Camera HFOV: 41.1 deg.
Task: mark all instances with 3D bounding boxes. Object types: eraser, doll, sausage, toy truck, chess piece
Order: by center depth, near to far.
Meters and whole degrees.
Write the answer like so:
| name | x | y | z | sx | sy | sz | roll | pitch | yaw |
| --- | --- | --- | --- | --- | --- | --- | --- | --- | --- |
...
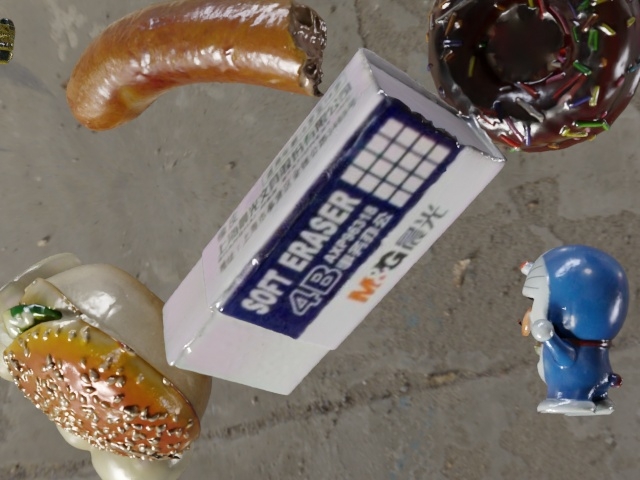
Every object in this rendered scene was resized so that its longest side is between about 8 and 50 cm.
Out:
| name | x | y | z | sx | sy | sz | roll | pitch | yaw |
| --- | --- | --- | --- | --- | --- | --- | --- | --- | --- |
| eraser | 0.000 | 0.000 | 0.677 | 0.130 | 0.086 | 0.287 | 23 | 120 | -31 |
| sausage | -0.120 | -0.158 | 0.743 | 0.076 | 0.302 | 0.103 | -41 | 121 | -46 |
| toy truck | -0.367 | -0.216 | 0.912 | 0.083 | 0.049 | 0.054 | 17 | 101 | 31 |
| chess piece | -0.271 | 0.175 | 1.037 | 0.167 | 0.167 | 0.300 | -42 | 86 | -6 |
| doll | 0.371 | 0.135 | 1.258 | 0.215 | 0.161 | 0.257 | 19 | 74 | -54 |

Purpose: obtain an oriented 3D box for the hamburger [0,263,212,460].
| name | x | y | z | sx | sy | sz | roll | pitch | yaw |
| --- | --- | --- | --- | --- | --- | --- | --- | --- | --- |
| hamburger | -0.209 | 0.127 | 0.851 | 0.237 | 0.237 | 0.147 | 50 | 61 | -10 |

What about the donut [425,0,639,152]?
| name | x | y | z | sx | sy | sz | roll | pitch | yaw |
| --- | --- | --- | --- | --- | --- | --- | --- | --- | --- |
| donut | 0.208 | -0.198 | 0.864 | 0.235 | 0.089 | 0.235 | 10 | 109 | 29 |
